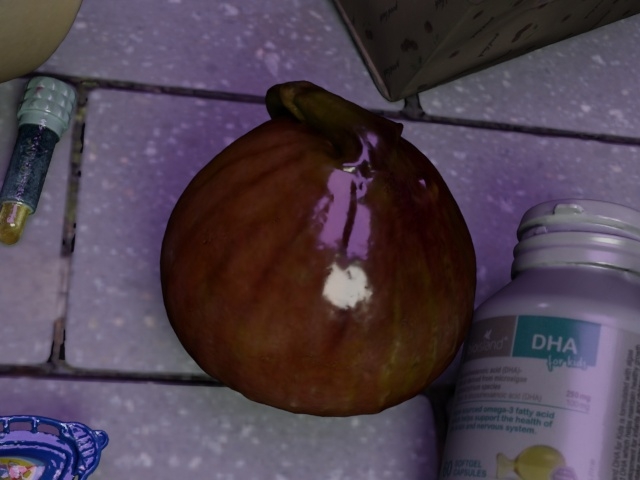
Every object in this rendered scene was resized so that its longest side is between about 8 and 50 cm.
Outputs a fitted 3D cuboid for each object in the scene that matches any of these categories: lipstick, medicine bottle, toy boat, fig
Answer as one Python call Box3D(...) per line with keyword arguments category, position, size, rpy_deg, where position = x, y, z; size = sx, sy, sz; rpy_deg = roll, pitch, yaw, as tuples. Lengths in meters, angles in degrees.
Box3D(category="lipstick", position=(-0.193, -0.053, 0.640), size=(0.037, 0.037, 0.116), rpy_deg=(13, 64, -9))
Box3D(category="medicine bottle", position=(0.151, 0.089, 0.584), size=(0.135, 0.135, 0.215), rpy_deg=(16, 71, -7))
Box3D(category="toy boat", position=(-0.192, 0.133, 0.500), size=(0.175, 0.110, 0.091), rpy_deg=(-19, 70, -25))
Box3D(category="fig", position=(0.000, 0.001, 0.574), size=(0.205, 0.205, 0.205), rpy_deg=(6, 62, -12))

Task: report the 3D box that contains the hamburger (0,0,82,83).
Box3D(category="hamburger", position=(-0.260, -0.219, 0.562), size=(0.170, 0.302, 0.302), rpy_deg=(-15, 67, -40))

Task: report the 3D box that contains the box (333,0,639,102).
Box3D(category="box", position=(0.151, -0.276, 0.748), size=(0.297, 0.190, 0.225), rpy_deg=(-22, 78, -26))
